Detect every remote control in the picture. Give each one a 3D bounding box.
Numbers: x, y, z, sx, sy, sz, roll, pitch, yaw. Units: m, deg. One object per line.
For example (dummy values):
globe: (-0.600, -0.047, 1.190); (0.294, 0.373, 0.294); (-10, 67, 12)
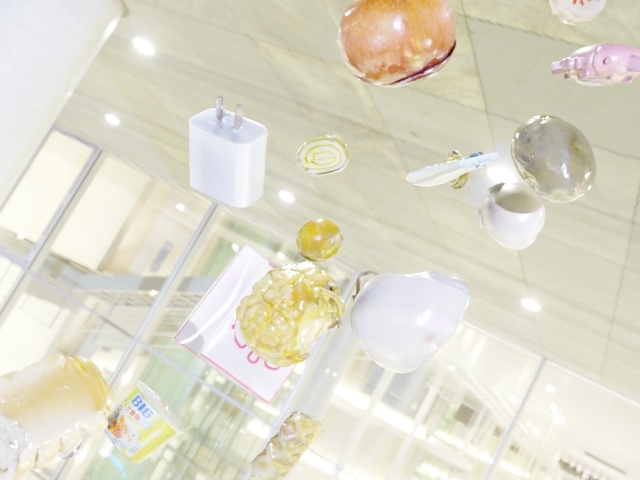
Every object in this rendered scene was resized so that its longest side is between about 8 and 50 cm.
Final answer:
remote control: (0.308, -0.167, 1.633); (0.103, 0.051, 0.293); (-15, -179, -17)

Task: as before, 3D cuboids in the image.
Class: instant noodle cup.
instant noodle cup: (-0.500, 0.517, 1.909); (0.205, 0.153, 0.205); (44, 169, 11)

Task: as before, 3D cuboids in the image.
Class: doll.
doll: (0.619, -0.384, 1.495); (0.262, 0.093, 0.211); (-11, -166, -43)

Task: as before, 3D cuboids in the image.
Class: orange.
orange: (0.000, 0.000, 1.323); (0.095, 0.085, 0.085); (-10, -170, -25)

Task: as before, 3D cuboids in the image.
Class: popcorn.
popcorn: (-0.070, 0.160, 1.467); (0.190, 0.250, 0.250); (53, 180, 20)

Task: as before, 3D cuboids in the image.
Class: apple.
apple: (0.160, -0.450, 1.464); (0.252, 0.272, 0.206); (12, 133, 46)

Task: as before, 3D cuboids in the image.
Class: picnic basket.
picnic basket: (0.169, 0.188, 2.245); (0.128, 0.178, 0.138); (-1, -176, 45)

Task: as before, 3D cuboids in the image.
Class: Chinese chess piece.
Chinese chess piece: (0.530, -0.507, 1.407); (0.122, 0.122, 0.051); (31, 176, -14)

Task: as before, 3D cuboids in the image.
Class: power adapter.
power adapter: (-0.231, -0.231, 1.694); (0.187, 0.124, 0.255); (25, 131, 21)

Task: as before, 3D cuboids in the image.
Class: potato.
potato: (0.538, -0.188, 1.575); (0.178, 0.235, 0.160); (-15, 144, 8)

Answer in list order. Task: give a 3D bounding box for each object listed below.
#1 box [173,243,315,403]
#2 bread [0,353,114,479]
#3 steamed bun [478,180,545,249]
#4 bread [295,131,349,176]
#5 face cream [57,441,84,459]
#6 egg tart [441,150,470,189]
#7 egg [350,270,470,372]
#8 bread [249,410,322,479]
box: (-0.188, 0.233, 1.856); (0.300, 0.312, 0.314); (37, 166, -3)
bread: (-0.330, 0.205, 0.801); (0.177, 0.084, 0.119); (-18, -115, -47)
steamed bun: (0.517, -0.078, 1.896); (0.131, 0.177, 0.228); (16, -155, -16)
bread: (0.004, -0.246, 1.978); (0.064, 0.157, 0.117); (-94, -6, -61)
face cream: (-0.599, 0.414, 1.475); (0.075, 0.075, 0.229); (22, 160, 41)
egg tart: (0.440, -0.230, 2.262); (0.052, 0.130, 0.130); (-16, -165, -27)
egg: (0.157, 0.155, 1.440); (0.162, 0.206, 0.271); (35, 143, -20)
bread: (-0.088, 0.545, 1.787); (0.088, 0.232, 0.128); (45, -168, 29)
